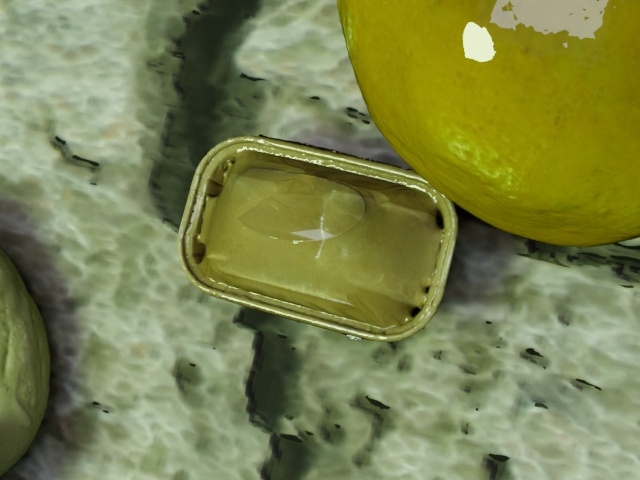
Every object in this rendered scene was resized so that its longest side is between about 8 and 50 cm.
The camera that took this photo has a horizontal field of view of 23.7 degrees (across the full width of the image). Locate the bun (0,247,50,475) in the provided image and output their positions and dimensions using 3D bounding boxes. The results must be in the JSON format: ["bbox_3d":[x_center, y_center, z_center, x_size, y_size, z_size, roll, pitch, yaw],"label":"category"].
[{"bbox_3d":[-0.299,0.071,1.030,0.237,0.116,0.210,9,85,16],"label":"bun"}]

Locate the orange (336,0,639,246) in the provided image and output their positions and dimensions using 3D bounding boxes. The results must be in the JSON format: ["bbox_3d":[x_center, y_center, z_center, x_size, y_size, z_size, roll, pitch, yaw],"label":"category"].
[{"bbox_3d":[0.144,-0.127,0.856,0.279,0.235,0.279,7,47,-8],"label":"orange"}]

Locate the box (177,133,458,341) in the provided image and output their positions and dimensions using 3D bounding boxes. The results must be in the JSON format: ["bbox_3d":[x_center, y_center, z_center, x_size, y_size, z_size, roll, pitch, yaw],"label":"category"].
[{"bbox_3d":[0.000,0.000,0.956,0.177,0.111,0.111,13,85,19],"label":"box"}]
